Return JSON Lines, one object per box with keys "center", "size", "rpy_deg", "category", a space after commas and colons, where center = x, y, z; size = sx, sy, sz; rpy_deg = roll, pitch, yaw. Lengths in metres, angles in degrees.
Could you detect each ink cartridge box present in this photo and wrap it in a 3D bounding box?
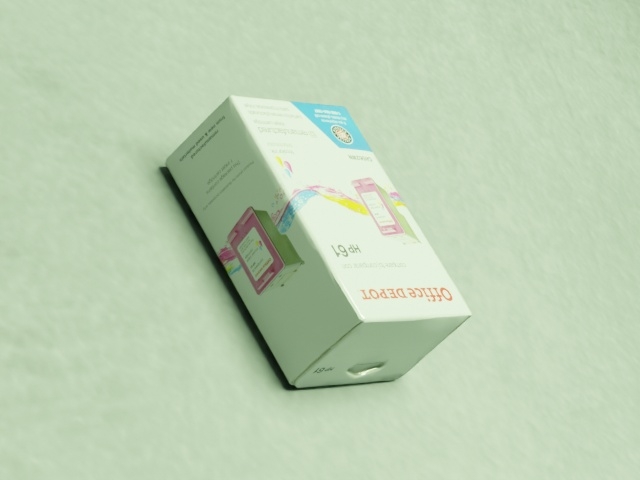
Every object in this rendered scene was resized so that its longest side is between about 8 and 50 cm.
{"center": [0.000, 0.000, 0.792], "size": [0.088, 0.052, 0.122], "rpy_deg": [-1, 55, -53], "category": "ink cartridge box"}
